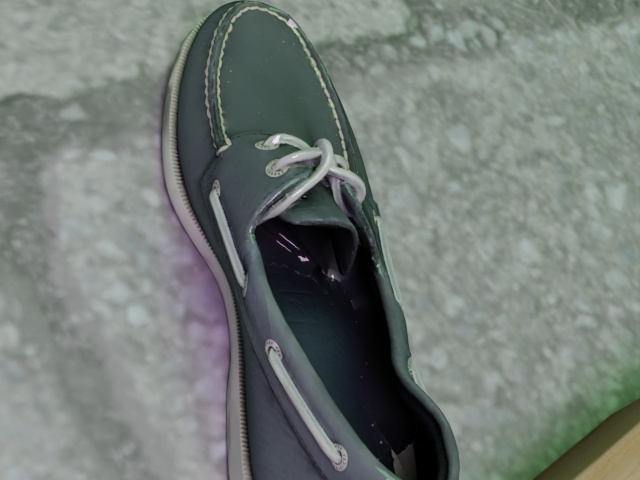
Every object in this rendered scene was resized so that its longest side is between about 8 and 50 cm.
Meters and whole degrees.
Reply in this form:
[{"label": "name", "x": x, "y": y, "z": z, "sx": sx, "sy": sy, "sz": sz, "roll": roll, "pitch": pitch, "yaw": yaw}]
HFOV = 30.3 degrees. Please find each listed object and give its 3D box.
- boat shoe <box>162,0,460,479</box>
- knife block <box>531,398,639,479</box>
[{"label": "boat shoe", "x": 0.000, "y": 0.000, "z": 0.572, "sx": 0.116, "sy": 0.099, "sz": 0.319, "roll": 6, "pitch": 58, "yaw": -29}, {"label": "knife block", "x": 0.175, "y": 0.118, "z": 0.616, "sx": 0.276, "sy": 0.088, "sz": 0.242, "roll": 21, "pitch": 51, "yaw": -20}]
